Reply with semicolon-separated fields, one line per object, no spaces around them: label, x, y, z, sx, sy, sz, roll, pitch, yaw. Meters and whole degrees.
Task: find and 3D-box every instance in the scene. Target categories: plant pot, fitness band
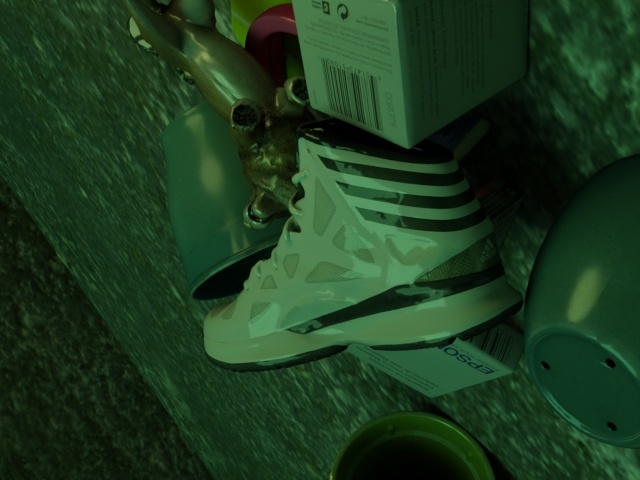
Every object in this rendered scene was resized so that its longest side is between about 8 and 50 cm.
plant pot;-0.116;-0.078;1.200;0.255;0.272;0.271;67;154;12
fitness band;-0.005;-0.182;1.000;0.209;0.054;0.290;38;158;18
plant pot;0.162;0.475;1.367;0.276;0.276;0.253;39;159;28
plant pot;0.313;0.086;0.757;0.290;0.195;0.290;37;146;31

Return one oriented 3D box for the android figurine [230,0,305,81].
android figurine;-0.042;-0.293;1.015;0.248;0.056;0.272;39;159;16

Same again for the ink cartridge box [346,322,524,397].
ink cartridge box;0.077;0.127;1.162;0.324;0.071;0.330;30;151;-8

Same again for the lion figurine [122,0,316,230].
lion figurine;-0.118;-0.200;0.955;0.392;0.142;0.240;58;172;2

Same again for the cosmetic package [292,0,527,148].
cosmetic package;0.093;-0.215;0.786;0.151;0.184;0.151;30;143;40

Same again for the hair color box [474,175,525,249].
hair color box;0.197;-0.007;0.966;0.043;0.072;0.141;43;148;23

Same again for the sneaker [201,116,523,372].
sneaker;0.001;0.000;0.905;0.448;0.169;0.257;-16;93;42

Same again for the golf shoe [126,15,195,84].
golf shoe;-0.244;-0.345;1.297;0.198;0.077;0.093;36;136;20

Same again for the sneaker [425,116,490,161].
sneaker;0.138;-0.128;0.943;0.084;0.058;0.152;46;158;-1
